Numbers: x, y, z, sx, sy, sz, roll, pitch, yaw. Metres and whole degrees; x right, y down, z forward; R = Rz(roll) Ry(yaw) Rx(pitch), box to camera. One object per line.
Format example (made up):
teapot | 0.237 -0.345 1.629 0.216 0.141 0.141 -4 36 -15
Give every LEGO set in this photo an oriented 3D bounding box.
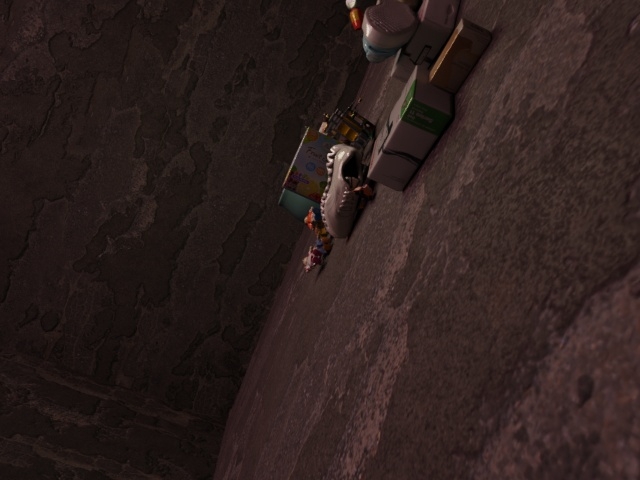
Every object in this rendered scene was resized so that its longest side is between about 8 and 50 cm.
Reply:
LEGO set | 0.073 -0.404 1.633 0.255 0.192 0.331 -50 8 40

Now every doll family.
doll family | 0.000 0.000 1.635 0.163 0.119 0.262 150 124 -70

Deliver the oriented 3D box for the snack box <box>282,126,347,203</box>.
snack box | -0.005 -0.233 1.353 0.070 0.175 0.206 -168 100 -78

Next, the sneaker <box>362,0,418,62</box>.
sneaker | 0.174 -0.530 1.104 0.365 0.135 0.150 -66 -6 -51

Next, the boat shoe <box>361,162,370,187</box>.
boat shoe | 0.092 -0.153 1.403 0.095 0.079 0.254 -73 9 -46

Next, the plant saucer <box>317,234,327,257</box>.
plant saucer | 0.001 0.020 1.845 0.067 0.018 0.191 158 135 -81

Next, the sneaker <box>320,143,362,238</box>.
sneaker | 0.071 -0.144 1.268 0.118 0.110 0.291 -154 62 -61

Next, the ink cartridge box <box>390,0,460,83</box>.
ink cartridge box | 0.282 -0.554 1.143 0.203 0.086 0.148 124 166 -62

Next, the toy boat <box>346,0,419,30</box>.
toy boat | 0.279 -1.050 1.852 0.267 0.319 0.147 -89 -16 -80

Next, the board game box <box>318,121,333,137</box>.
board game box | 0.018 -0.386 1.802 0.193 0.045 0.146 85 -162 -46

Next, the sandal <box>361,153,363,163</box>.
sandal | 0.137 -0.226 1.495 0.067 0.040 0.179 -69 -11 -58

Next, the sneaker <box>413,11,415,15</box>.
sneaker | 0.340 -0.921 1.873 0.302 0.108 0.120 -157 63 -75

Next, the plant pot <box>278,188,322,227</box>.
plant pot | -0.058 -0.207 2.019 0.272 0.256 0.271 -159 90 -83

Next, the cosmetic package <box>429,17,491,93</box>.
cosmetic package | 0.257 -0.341 0.778 0.115 0.061 0.041 117 172 -47

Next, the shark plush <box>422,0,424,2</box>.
shark plush | 0.348 -0.730 1.346 0.161 0.073 0.067 171 91 -77

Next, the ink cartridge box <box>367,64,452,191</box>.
ink cartridge box | 0.185 -0.230 0.877 0.208 0.087 0.153 118 172 -46

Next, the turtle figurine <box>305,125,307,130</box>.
turtle figurine | 0.068 -0.433 2.039 0.198 0.274 0.266 -35 -7 -15

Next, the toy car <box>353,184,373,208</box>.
toy car | 0.119 -0.133 1.220 0.040 0.060 0.122 -65 6 -13
